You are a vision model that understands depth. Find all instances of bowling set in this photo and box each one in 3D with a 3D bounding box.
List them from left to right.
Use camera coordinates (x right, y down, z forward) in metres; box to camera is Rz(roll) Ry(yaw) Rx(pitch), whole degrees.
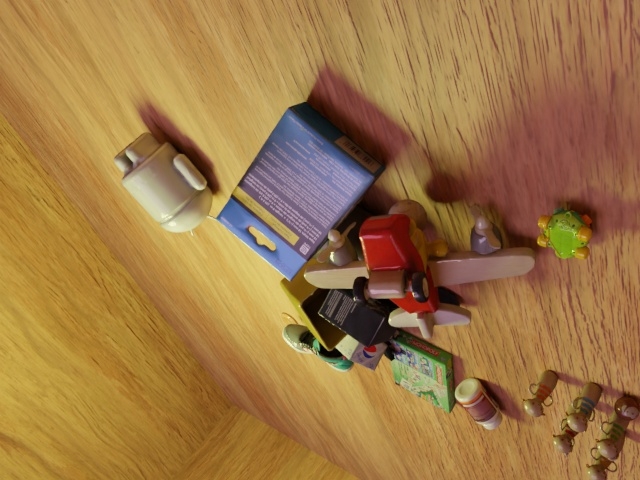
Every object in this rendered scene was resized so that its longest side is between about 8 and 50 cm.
[{"bbox_3d":[0.637,0.431,1.487,0.287,0.154,0.200,39,154,4],"label":"bowling set"}]

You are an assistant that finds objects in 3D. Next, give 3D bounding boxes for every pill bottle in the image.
[{"bbox_3d":[0.473,0.487,1.868,0.152,0.086,0.086,51,152,-18],"label":"pill bottle"}]

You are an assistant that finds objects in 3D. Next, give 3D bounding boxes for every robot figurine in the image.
[{"bbox_3d":[-0.485,-0.168,2.005,0.300,0.200,0.353,-23,115,43],"label":"robot figurine"}]

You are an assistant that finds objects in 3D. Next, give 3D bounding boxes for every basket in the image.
[{"bbox_3d":[0.074,-0.007,1.566,0.227,0.154,0.204,27,118,16],"label":"basket"}]

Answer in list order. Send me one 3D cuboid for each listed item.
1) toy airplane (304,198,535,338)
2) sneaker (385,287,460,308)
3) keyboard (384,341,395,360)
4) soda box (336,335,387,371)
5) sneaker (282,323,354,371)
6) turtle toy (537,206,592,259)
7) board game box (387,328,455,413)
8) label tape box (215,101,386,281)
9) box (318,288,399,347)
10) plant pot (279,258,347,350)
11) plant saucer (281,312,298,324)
[{"bbox_3d":[0.199,0.048,1.357,0.386,0.272,0.384,10,157,-18],"label":"toy airplane"},{"bbox_3d":[0.256,0.177,1.696,0.270,0.090,0.145,-2,164,27],"label":"sneaker"},{"bbox_3d":[0.179,0.288,1.950,0.180,0.023,0.108,61,174,-2],"label":"keyboard"},{"bbox_3d":[0.093,0.300,1.956,0.098,0.091,0.286,29,180,-22],"label":"soda box"},{"bbox_3d":[-0.013,0.365,2.279,0.295,0.124,0.178,24,155,15],"label":"sneaker"},{"bbox_3d":[0.453,-0.010,1.153,0.095,0.066,0.130,23,149,32],"label":"turtle toy"},{"bbox_3d":[0.321,0.414,2.004,0.213,0.046,0.317,23,149,30],"label":"board game box"},{"bbox_3d":[-0.051,-0.109,1.440,0.240,0.106,0.333,40,118,2],"label":"label tape box"},{"bbox_3d":[0.107,0.184,1.597,0.158,0.093,0.156,33,-167,24],"label":"box"},{"bbox_3d":[0.005,0.156,1.869,0.187,0.212,0.212,26,152,50],"label":"plant pot"},{"bbox_3d":[-0.123,0.317,2.480,0.083,0.013,0.083,31,152,19],"label":"plant saucer"}]
